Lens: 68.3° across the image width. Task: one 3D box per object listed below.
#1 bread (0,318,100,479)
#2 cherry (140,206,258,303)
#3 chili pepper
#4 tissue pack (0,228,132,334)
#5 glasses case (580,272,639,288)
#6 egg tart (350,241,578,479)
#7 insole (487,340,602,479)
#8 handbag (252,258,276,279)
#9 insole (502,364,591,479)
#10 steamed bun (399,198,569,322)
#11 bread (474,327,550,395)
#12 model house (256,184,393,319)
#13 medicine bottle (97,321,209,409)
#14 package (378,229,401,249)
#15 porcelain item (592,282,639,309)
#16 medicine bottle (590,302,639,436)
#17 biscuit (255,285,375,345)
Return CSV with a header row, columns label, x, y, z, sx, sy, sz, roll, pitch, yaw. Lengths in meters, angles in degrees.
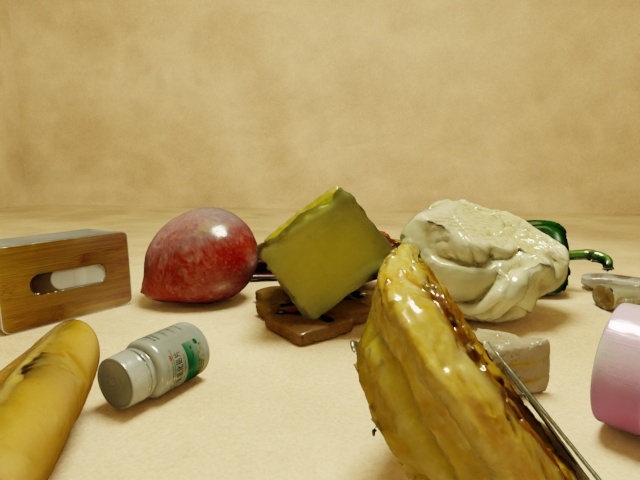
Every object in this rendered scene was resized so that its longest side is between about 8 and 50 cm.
label,x,y,z,sx,sy,sz,roll,pitch,yaw
bread,-0.294,0.179,0.452,0.142,0.091,0.305,-44,17,-2
cherry,-0.264,0.030,1.018,0.240,0.205,0.239,11,16,-3
chili pepper,0.538,0.047,1.122,0.261,0.173,0.165,1,-15,7
tissue pack,-0.528,0.067,0.936,0.136,0.159,0.246,6,12,36
glasses case,0.717,0.104,1.130,0.164,0.041,0.063,7,12,32
egg tart,0.119,0.139,0.446,0.115,0.290,0.290,-33,4,11
insole,0.224,0.177,0.449,0.065,0.004,0.197,38,16,-54
handbag,-0.166,0.053,1.275,0.217,0.073,0.203,-1,10,-10
insole,0.245,0.203,0.480,0.005,0.086,0.253,-39,11,9
steamed bun,0.310,0.052,0.956,0.320,0.206,0.275,25,32,8
bread,0.223,0.173,0.611,0.105,0.077,0.152,7,13,38
model house,0.000,0.000,0.878,0.193,0.174,0.234,-37,17,4
medicine bottle,-0.217,0.163,0.624,0.080,0.080,0.130,6,12,27
package,0.097,0.050,1.108,0.224,0.108,0.288,1,-12,-42
porcelain item,0.705,0.121,1.006,0.213,0.054,0.084,1,12,-4
medicine bottle,0.433,0.161,0.474,0.152,0.152,0.254,-8,14,-42
biscuit,-0.007,0.131,0.925,0.279,0.043,0.301,1,10,3
